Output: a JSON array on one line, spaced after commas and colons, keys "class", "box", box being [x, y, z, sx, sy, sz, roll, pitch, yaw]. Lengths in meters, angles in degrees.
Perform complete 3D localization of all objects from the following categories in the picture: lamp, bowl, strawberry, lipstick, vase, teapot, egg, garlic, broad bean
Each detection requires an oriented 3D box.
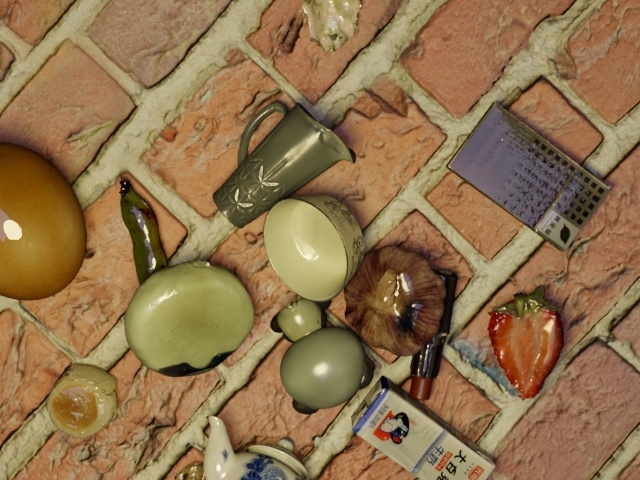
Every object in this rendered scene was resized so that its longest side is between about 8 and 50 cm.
[{"class": "lamp", "box": [-0.008, 0.249, 1.663, 0.197, 0.198, 0.244, -27, 72, 3]}, {"class": "bowl", "box": [0.000, 0.000, 1.623, 0.237, 0.126, 0.238, 20, 125, 32]}, {"class": "strawberry", "box": [0.469, 0.228, 1.688, 0.174, 0.098, 0.228, -19, 98, 3]}, {"class": "lipstick", "box": [0.249, 0.212, 1.696, 0.081, 0.081, 0.300, 9, 93, 0]}, {"class": "vase", "box": [-0.100, -0.166, 1.647, 0.301, 0.156, 0.251, -40, 66, 10]}, {"class": "teapot", "box": [-0.126, 0.556, 1.665, 0.252, 0.280, 0.424, -22, 118, 42]}, {"class": "egg", "box": [-0.648, -0.038, 1.586, 0.282, 0.282, 0.351, -28, 104, 3]}, {"class": "garlic", "box": [0.151, 0.130, 1.621, 0.245, 0.160, 0.245, 1, 93, 28]}, {"class": "broad bean", "box": [-0.391, 0.011, 1.696, 0.077, 0.061, 0.339, -13, 94, 7]}]

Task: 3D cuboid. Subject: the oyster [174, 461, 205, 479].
[{"class": "oyster", "box": [-0.245, 0.679, 1.751, 0.128, 0.078, 0.345, -18, 92, -6]}]

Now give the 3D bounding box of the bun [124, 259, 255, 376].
[{"class": "bun", "box": [-0.297, 0.155, 1.649, 0.283, 0.179, 0.283, -14, 122, -23]}]

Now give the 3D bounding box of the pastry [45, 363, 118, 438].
[{"class": "pastry", "box": [-0.539, 0.366, 1.716, 0.166, 0.088, 0.166, 0, 94, -1]}]

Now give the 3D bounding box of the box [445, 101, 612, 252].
[{"class": "box", "box": [0.463, -0.141, 1.681, 0.325, 0.047, 0.180, 36, 95, -1]}]

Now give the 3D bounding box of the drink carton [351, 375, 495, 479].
[{"class": "drink carton", "box": [0.229, 0.454, 1.706, 0.315, 0.106, 0.130, 36, 96, -4]}]

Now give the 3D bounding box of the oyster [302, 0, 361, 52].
[{"class": "oyster", "box": [0.015, -0.523, 1.649, 0.133, 0.072, 0.209, -21, 114, -4]}]
